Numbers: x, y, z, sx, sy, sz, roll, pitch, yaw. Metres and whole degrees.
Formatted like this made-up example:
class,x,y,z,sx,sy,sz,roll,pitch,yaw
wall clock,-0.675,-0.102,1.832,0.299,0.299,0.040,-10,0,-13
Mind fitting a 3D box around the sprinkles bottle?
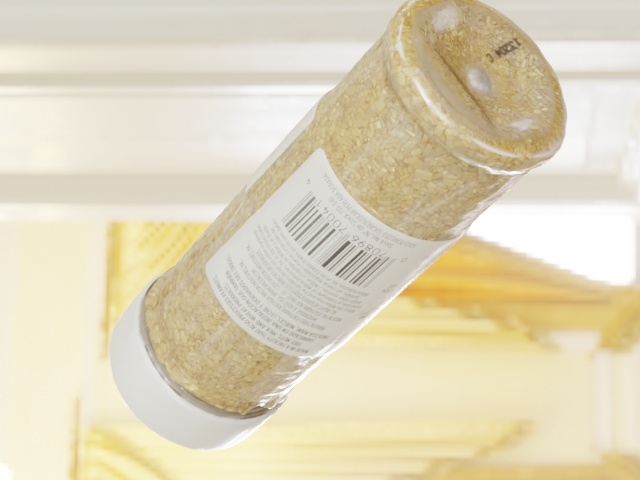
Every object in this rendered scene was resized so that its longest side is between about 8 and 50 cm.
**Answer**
class,x,y,z,sx,sy,sz,roll,pitch,yaw
sprinkles bottle,0.000,0.000,1.080,0.355,0.121,0.121,-45,30,42
